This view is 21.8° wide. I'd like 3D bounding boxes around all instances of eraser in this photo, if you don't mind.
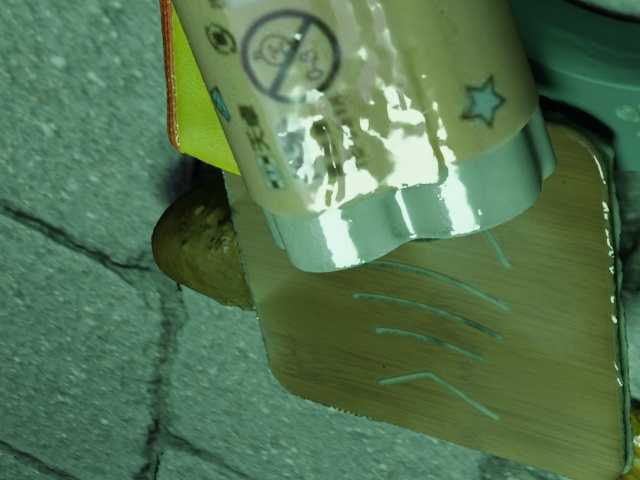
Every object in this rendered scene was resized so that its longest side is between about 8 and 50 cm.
[{"bbox_3d":[0.004,-0.133,0.863,0.171,0.087,0.290,-15,115,13],"label":"eraser"}]

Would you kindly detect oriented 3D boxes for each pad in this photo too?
[{"bbox_3d":[0.063,0.022,1.079,0.286,0.018,0.284,13,131,30],"label":"pad"}]

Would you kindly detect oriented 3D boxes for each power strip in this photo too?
[{"bbox_3d":[0.126,-0.116,0.948,0.253,0.054,0.167,22,150,12],"label":"power strip"}]

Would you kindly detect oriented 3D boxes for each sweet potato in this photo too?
[{"bbox_3d":[0.000,0.000,1.201,0.385,0.109,0.109,-3,138,45],"label":"sweet potato"}]

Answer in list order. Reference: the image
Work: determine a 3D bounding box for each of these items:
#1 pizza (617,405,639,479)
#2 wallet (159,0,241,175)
[{"bbox_3d":[0.283,0.195,1.322,0.178,0.041,0.131,32,149,-6],"label":"pizza"},{"bbox_3d":[-0.039,-0.152,0.969,0.141,0.067,0.241,15,125,32],"label":"wallet"}]
